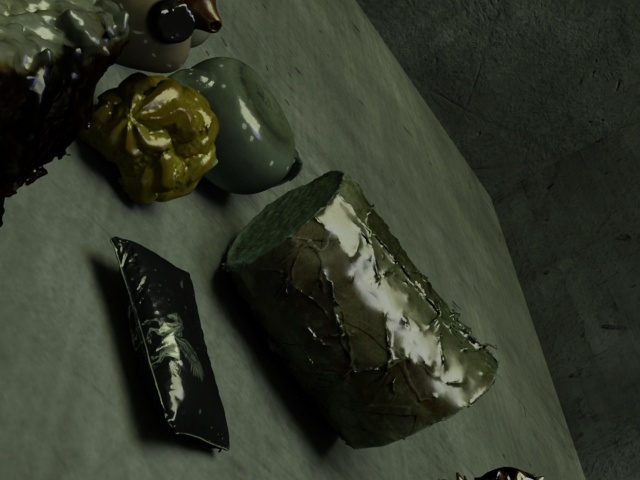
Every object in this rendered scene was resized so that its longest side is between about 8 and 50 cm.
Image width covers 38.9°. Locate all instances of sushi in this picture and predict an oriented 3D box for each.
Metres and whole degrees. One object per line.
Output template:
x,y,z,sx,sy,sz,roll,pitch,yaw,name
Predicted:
-0.254,-0.097,0.620,0.196,0.182,0.343,16,24,2,sushi

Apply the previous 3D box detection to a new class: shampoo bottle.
-0.210,-0.238,0.987,0.257,0.078,0.127,22,-30,54,shampoo bottle

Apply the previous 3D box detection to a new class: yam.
0.048,0.094,1.168,0.348,0.241,0.241,53,19,-10,yam

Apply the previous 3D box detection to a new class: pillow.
-0.147,0.103,0.904,0.141,0.055,0.208,40,27,-61,pillow

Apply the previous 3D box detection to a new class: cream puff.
-0.188,-0.118,1.015,0.156,0.121,0.156,50,27,-37,cream puff

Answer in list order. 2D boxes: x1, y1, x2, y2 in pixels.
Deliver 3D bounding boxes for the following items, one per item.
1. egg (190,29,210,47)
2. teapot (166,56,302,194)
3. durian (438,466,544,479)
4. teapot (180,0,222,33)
-0.208,-0.343,1.318,0.103,0.103,0.135,9,57,-67,egg
-0.124,-0.150,1.233,0.294,0.129,0.193,41,27,-51,teapot
0.127,0.367,0.793,0.384,0.347,0.347,51,21,-28,durian
-0.240,-0.328,1.136,0.252,0.178,0.135,18,41,-15,teapot
